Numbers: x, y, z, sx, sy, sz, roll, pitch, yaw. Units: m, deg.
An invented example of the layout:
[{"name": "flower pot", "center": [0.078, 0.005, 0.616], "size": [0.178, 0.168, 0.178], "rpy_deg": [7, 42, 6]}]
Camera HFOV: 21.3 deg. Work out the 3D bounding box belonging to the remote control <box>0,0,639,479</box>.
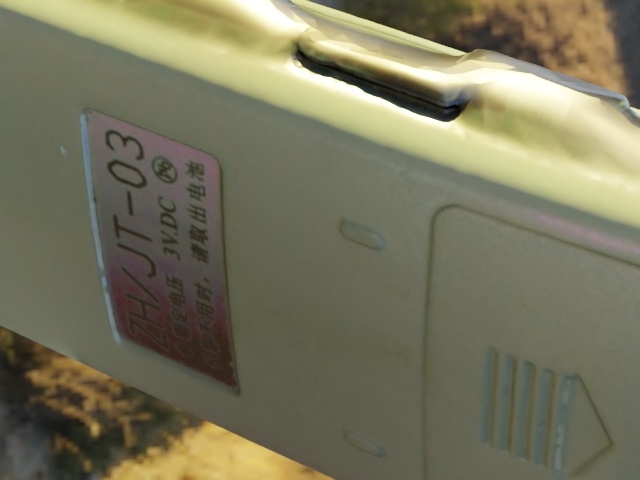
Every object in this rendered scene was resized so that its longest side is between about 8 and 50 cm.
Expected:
[{"name": "remote control", "center": [0.000, 0.000, 0.442], "size": [0.056, 0.296, 0.140], "rpy_deg": [-49, 149, -38]}]
